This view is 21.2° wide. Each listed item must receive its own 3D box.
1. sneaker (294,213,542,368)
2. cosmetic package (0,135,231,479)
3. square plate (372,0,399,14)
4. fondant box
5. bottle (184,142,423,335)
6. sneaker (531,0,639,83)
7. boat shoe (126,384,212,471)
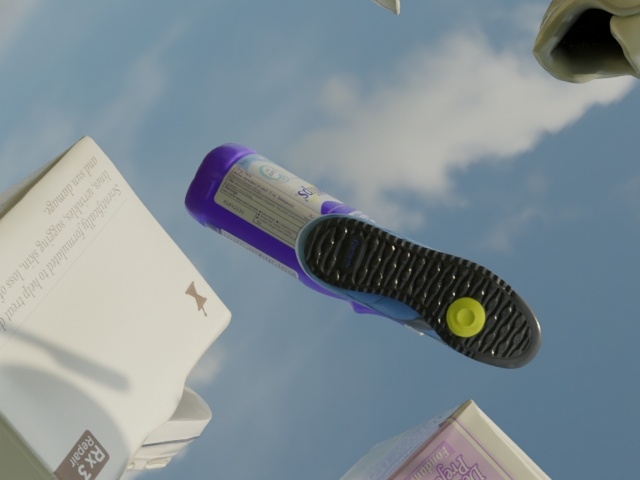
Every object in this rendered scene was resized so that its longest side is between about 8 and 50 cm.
[{"bbox_3d":[0.078,0.036,1.356,0.082,0.209,0.069,-169,-76,-85],"label":"sneaker"},{"bbox_3d":[-0.264,0.118,1.045,0.385,0.156,0.217,-31,-165,31],"label":"cosmetic package"},{"bbox_3d":[-0.012,-0.434,1.720,0.049,0.344,0.347,-17,-150,-7],"label":"square plate"},{"bbox_3d":[0.017,0.235,1.166,0.238,0.096,0.330,-43,178,-14],"label":"fondant box"},{"bbox_3d":[0.000,0.000,1.764,0.092,0.283,0.118,-63,166,11],"label":"bottle"},{"bbox_3d":[0.219,-0.134,0.962,0.232,0.090,0.115,-19,-153,46],"label":"sneaker"},{"bbox_3d":[-0.193,0.167,1.458,0.095,0.258,0.084,44,-72,32],"label":"boat shoe"}]
